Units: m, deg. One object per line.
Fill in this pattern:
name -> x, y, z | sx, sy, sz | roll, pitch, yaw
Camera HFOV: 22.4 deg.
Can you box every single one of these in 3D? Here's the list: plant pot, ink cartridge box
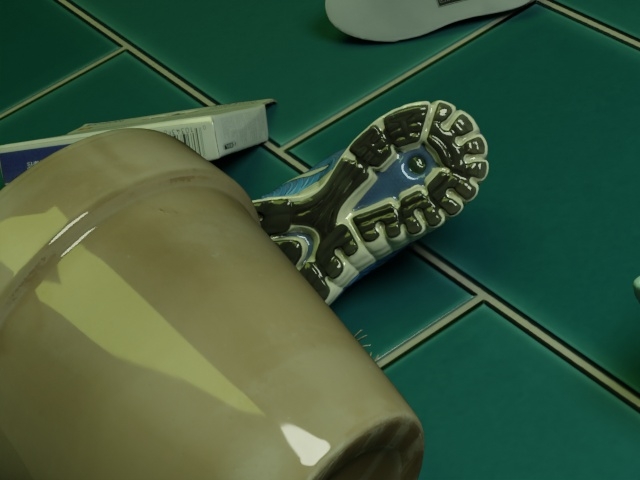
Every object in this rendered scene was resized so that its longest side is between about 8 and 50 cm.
plant pot -> -0.090, 0.125, 1.127 | 0.280, 0.323, 0.323 | 32, 58, 27
ink cartridge box -> -0.171, -0.097, 1.592 | 0.223, 0.045, 0.224 | -7, 8, 16

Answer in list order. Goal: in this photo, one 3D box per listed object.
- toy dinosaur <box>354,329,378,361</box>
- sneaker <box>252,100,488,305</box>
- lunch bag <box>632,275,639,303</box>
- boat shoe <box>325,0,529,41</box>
toy dinosaur -> 0.018, 0.108, 1.305 | 0.090, 0.047, 0.082 | -46, 42, 19
sneaker -> 0.000, 0.000, 1.381 | 0.330, 0.129, 0.147 | -29, -4, 8
lunch bag -> 0.392, 0.039, 1.121 | 0.262, 0.160, 0.223 | -36, 39, -14
boat shoe -> 0.120, -0.268, 1.703 | 0.228, 0.080, 0.076 | -12, 19, 13
